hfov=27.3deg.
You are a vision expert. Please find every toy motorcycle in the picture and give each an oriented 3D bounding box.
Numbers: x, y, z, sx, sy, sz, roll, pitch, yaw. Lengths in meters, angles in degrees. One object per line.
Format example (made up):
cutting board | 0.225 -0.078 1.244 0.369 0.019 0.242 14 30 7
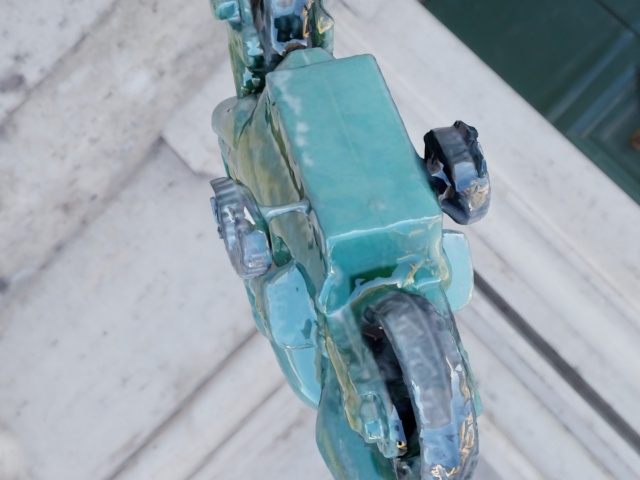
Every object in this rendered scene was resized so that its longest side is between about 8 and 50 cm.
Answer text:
toy motorcycle | 0.001 0.002 0.604 0.109 0.296 0.198 -12 144 -11
